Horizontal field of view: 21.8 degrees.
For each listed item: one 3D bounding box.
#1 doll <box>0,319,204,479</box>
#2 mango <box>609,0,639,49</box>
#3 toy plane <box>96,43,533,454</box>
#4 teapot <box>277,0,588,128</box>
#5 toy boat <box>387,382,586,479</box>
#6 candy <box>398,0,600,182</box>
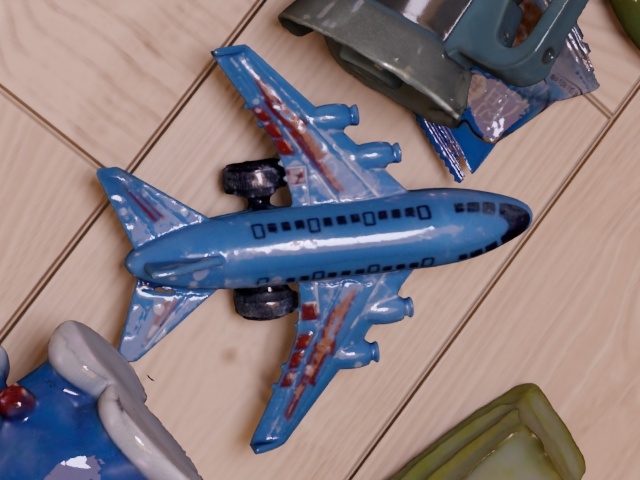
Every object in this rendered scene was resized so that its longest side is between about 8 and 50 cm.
[{"bbox_3d":[-0.197,0.167,0.965,0.257,0.215,0.161,-35,138,-3],"label":"doll"},{"bbox_3d":[0.250,-0.196,1.120,0.130,0.092,0.195,-33,116,-15],"label":"mango"},{"bbox_3d":[0.000,0.000,1.044,0.271,0.105,0.254,-8,101,-20],"label":"toy plane"},{"bbox_3d":[0.094,-0.190,1.007,0.171,0.203,0.225,29,91,-46],"label":"teapot"},{"bbox_3d":[0.072,0.213,1.110,0.276,0.084,0.111,-37,110,-13],"label":"toy boat"},{"bbox_3d":[0.122,-0.110,1.111,0.136,0.038,0.088,-34,95,-15],"label":"candy"}]
